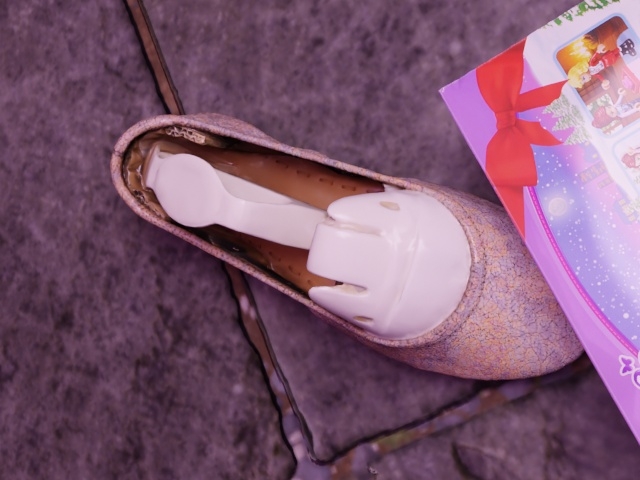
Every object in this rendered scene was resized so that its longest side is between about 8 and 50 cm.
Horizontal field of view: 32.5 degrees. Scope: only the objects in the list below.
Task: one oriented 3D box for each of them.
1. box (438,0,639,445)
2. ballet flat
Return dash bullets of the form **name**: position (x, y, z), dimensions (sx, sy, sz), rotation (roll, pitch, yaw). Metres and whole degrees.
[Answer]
- **box**: position (0.211, 0.000, 0.510), dimensions (0.201, 0.057, 0.293), rotation (-31, 71, 14)
- **ballet flat**: position (0.000, 0.000, 0.629), dimensions (0.316, 0.106, 0.107), rotation (20, 95, 31)
